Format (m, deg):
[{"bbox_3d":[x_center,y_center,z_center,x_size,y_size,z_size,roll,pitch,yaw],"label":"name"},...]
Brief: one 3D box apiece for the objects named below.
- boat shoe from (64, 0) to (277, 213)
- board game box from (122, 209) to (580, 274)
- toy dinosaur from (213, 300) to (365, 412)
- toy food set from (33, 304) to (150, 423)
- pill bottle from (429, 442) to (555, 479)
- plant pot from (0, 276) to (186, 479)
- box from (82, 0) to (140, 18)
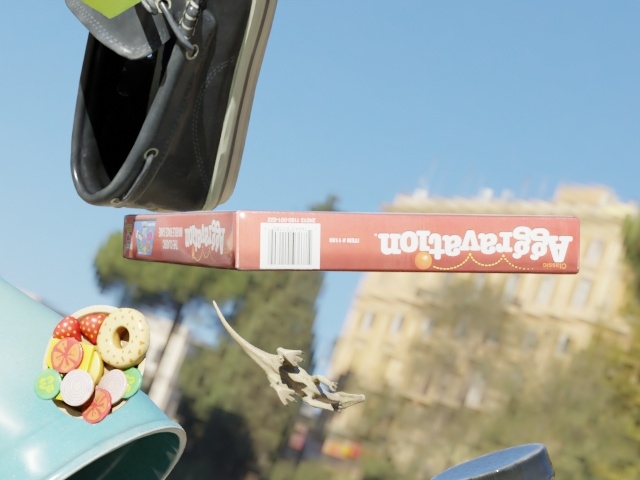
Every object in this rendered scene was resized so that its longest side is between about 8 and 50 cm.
[{"bbox_3d":[-0.144,-0.230,1.686,0.156,0.500,0.187,-10,40,-28],"label":"boat shoe"},{"bbox_3d":[0.000,0.000,0.862,0.145,0.027,0.281,2,0,-15],"label":"board game box"},{"bbox_3d":[-0.037,0.131,1.818,0.183,0.053,0.092,33,-6,-11],"label":"toy dinosaur"},{"bbox_3d":[-0.156,0.084,1.262,0.083,0.082,0.020,8,-13,25],"label":"toy food set"},{"bbox_3d":[0.157,0.269,1.366,0.123,0.219,0.123,-19,1,0],"label":"pill bottle"},{"bbox_3d":[-0.304,0.160,1.661,0.255,0.272,0.271,50,-3,16],"label":"plant pot"},{"bbox_3d":[-0.044,-0.181,0.813,0.178,0.109,0.042,-22,-39,40],"label":"box"}]
